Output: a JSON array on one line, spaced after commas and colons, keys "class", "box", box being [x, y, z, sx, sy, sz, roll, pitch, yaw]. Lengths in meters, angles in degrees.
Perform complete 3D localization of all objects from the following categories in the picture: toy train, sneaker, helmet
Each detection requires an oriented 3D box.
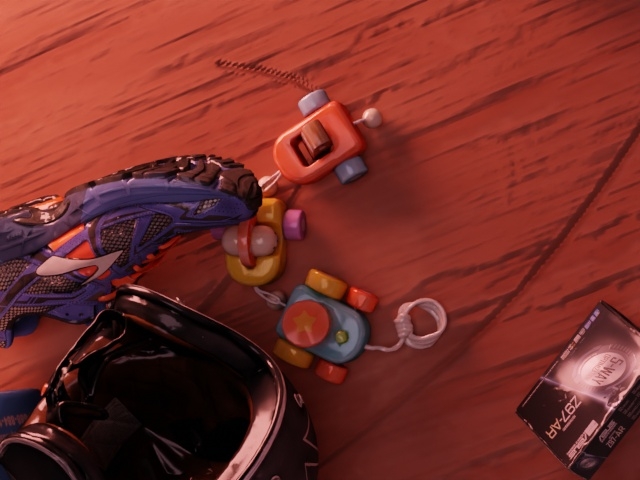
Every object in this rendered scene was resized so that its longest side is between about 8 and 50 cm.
[{"class": "toy train", "box": [0.000, 0.000, 1.032, 0.125, 0.046, 0.166, -27, 81, 13]}, {"class": "sneaker", "box": [-0.127, 0.006, 1.052, 0.221, 0.083, 0.087, -16, 96, 29]}, {"class": "helmet", "box": [-0.083, 0.121, 0.988, 0.161, 0.169, 0.169, 36, 97, -2]}]

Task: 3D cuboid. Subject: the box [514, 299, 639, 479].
[{"class": "box", "box": [0.154, 0.083, 0.982, 0.018, 0.067, 0.083, 32, 100, -31]}]

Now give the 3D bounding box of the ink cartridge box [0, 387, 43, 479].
[{"class": "ink cartridge box", "box": [-0.227, 0.295, 0.959, 0.166, 0.285, 0.395, -17, 84, 13]}]
